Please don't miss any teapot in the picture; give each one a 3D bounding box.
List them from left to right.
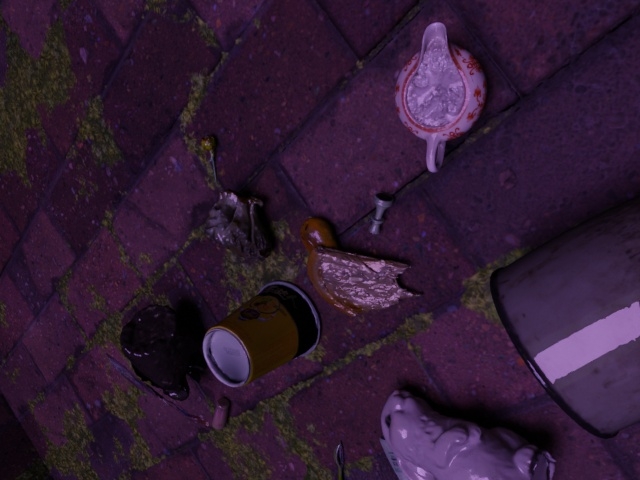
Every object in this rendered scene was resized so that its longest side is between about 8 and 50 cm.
[{"bbox_3d":[0.209,-0.243,0.866,0.160,0.116,0.245,-1,103,21],"label":"teapot"}]

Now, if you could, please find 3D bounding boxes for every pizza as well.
[{"bbox_3d":[0.093,0.099,1.087,0.262,0.034,0.180,5,124,24],"label":"pizza"}]

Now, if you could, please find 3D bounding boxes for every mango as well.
[{"bbox_3d":[0.000,0.000,1.123,0.079,0.057,0.114,-33,95,33],"label":"mango"}]

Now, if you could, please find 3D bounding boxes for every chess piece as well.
[{"bbox_3d":[0.123,-0.052,1.035,0.042,0.042,0.093,28,127,23],"label":"chess piece"}]

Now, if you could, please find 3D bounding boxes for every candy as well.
[{"bbox_3d":[-0.276,-0.207,1.252,0.035,0.035,0.122,5,119,20],"label":"candy"}]

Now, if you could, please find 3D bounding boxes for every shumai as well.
[{"bbox_3d":[-0.185,-0.041,1.209,0.184,0.184,0.141,32,91,21],"label":"shumai"}]

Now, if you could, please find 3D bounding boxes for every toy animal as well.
[{"bbox_3d":[0.286,0.454,1.032,0.358,0.194,0.257,13,138,46],"label":"toy animal"}]

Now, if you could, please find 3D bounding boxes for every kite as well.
[{"bbox_3d":[-0.470,0.439,1.417,0.361,0.022,0.204,23,146,19],"label":"kite"}]

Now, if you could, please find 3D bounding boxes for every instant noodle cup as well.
[{"bbox_3d":[-0.149,0.232,1.190,0.216,0.236,0.215,13,113,32],"label":"instant noodle cup"}]

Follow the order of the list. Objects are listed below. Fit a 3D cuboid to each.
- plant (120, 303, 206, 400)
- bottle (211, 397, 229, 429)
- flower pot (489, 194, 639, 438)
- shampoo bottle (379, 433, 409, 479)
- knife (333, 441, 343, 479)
[{"bbox_3d":[-0.447,0.323,1.444,0.199,0.188,0.275,18,142,27],"label":"plant"},{"bbox_3d":[-0.304,0.530,1.512,0.045,0.045,0.096,27,118,23],"label":"bottle"},{"bbox_3d":[0.465,0.074,0.709,0.330,0.294,0.293,-44,80,28],"label":"flower pot"},{"bbox_3d":[0.205,0.554,1.187,0.069,0.041,0.190,-19,95,31],"label":"shampoo bottle"},{"bbox_3d":[0.051,0.617,1.323,0.026,0.022,0.183,-2,106,8],"label":"knife"}]
